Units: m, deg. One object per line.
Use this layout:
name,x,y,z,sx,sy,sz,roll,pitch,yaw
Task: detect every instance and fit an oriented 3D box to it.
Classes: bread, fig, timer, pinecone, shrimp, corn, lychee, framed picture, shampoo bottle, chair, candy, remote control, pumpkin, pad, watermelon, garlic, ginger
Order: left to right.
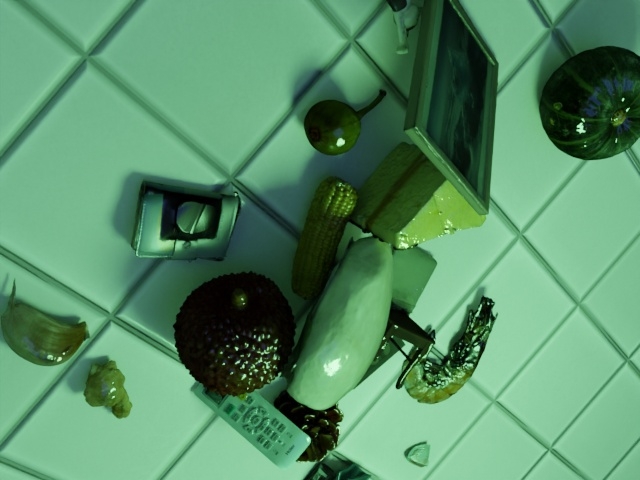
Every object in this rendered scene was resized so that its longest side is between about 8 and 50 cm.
garlic,-0.584,0.181,1.593,0.198,0.090,0.128,40,76,-30
ginger,-0.474,0.348,1.731,0.096,0.067,0.165,-37,128,-35
lychee,-0.182,0.205,1.697,0.275,0.276,0.304,-13,143,-23
remote control,-0.161,0.418,1.858,0.293,0.051,0.103,40,92,4
shampoo bottle,-0.040,0.717,2.156,0.063,0.057,0.208,33,95,-36
pinecone,-0.032,0.469,1.960,0.207,0.208,0.208,-12,118,-23
corn,-0.002,-0.003,1.802,0.102,0.102,0.313,10,111,-32
candy,0.057,0.186,1.775,0.186,0.386,0.427,23,74,3
fig,0.063,-0.275,1.720,0.236,0.124,0.124,-39,129,-36
pad,0.133,0.304,2.083,0.190,0.004,0.127,-40,126,-6
timer,0.148,-0.533,1.604,0.175,0.175,0.266,-41,135,-6
chair,0.202,0.186,1.957,0.160,0.186,0.319,28,100,-30
bread,0.211,-0.065,1.786,0.236,0.263,0.198,-44,121,-8
watermelon,0.295,0.647,2.302,0.085,0.061,0.085,-19,125,-30
shrimp,0.360,0.308,2.176,0.233,0.071,0.365,14,111,-27
framed picture,0.297,-0.319,1.669,0.326,0.028,0.446,40,50,-41
pumpkin,0.694,-0.347,1.956,0.300,0.207,0.300,-13,131,-15

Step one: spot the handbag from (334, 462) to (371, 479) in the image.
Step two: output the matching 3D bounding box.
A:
handbag,0.033,0.731,2.155,0.229,0.062,0.179,-59,155,7

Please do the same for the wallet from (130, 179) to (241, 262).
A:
wallet,-0.284,-0.033,1.653,0.231,0.069,0.170,6,105,-32
